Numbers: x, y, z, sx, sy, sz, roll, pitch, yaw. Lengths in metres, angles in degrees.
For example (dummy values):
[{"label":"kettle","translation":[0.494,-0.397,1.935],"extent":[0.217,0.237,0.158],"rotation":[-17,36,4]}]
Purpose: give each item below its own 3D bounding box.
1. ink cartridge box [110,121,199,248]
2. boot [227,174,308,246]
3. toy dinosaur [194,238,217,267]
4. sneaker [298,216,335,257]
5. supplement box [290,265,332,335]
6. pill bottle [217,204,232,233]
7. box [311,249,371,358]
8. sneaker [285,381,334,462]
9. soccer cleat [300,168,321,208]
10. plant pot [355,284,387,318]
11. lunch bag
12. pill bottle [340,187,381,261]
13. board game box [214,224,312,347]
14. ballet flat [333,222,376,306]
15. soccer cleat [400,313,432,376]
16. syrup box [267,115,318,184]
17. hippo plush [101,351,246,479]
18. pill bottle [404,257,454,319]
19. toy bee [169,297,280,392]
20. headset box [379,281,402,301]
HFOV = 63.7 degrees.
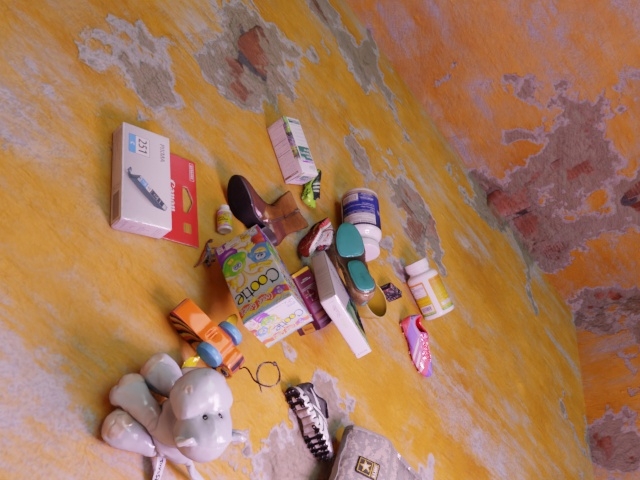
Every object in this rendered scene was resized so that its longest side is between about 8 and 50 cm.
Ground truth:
[{"label":"ink cartridge box","translation":[-0.429,-0.146,1.396],"extent":[0.261,0.066,0.296],"rotation":[17,55,-44]},{"label":"boot","translation":[-0.159,-0.121,1.690],"extent":[0.264,0.096,0.280],"rotation":[58,34,-4]},{"label":"toy dinosaur","translation":[-0.316,0.030,1.441],"extent":[0.090,0.047,0.082],"rotation":[0,48,-40]},{"label":"sneaker","translation":[0.000,0.000,1.813],"extent":[0.092,0.088,0.225],"rotation":[56,36,-11]},{"label":"supplement box","translation":[-0.052,0.189,1.600],"extent":[0.081,0.104,0.188],"rotation":[-30,91,-49]},{"label":"pill bottle","translation":[-0.287,-0.064,1.535],"extent":[0.043,0.043,0.083],"rotation":[20,52,-43]},{"label":"box","translation":[0.060,0.193,1.636],"extent":[0.232,0.059,0.322],"rotation":[58,8,-23]},{"label":"sneaker","translation":[-0.009,0.507,1.467],"extent":[0.106,0.078,0.234],"rotation":[-20,81,-52]},{"label":"soccer cleat","translation":[-0.027,-0.196,1.946],"extent":[0.072,0.060,0.178],"rotation":[49,43,-34]},{"label":"plant pot","translation":[0.162,0.227,1.854],"extent":[0.134,0.095,0.134],"rotation":[30,46,-37]},{"label":"lunch bag","translation":[0.139,0.693,1.444],"extent":[0.287,0.169,0.235],"rotation":[51,35,-17]},{"label":"pill bottle","translation":[0.157,-0.060,1.995],"extent":[0.153,0.153,0.264],"rotation":[29,48,-38]},{"label":"board game box","translation":[-0.156,0.116,1.371],"extent":[0.275,0.144,0.142],"rotation":[58,0,41]},{"label":"ballet flat","translation":[0.112,0.091,1.800],"extent":[0.116,0.124,0.342],"rotation":[-4,45,-16]},{"label":"soccer cleat","translation":[0.394,0.411,2.020],"extent":[0.083,0.095,0.247],"rotation":[-3,69,-52]},{"label":"syrup box","translation":[-0.103,-0.329,1.900],"extent":[0.093,0.096,0.236],"rotation":[-2,67,-52]},{"label":"hippo plush","translation":[-0.294,0.368,1.032],"extent":[0.235,0.237,0.293],"rotation":[8,72,-34]},{"label":"pill bottle","translation":[0.457,0.204,2.203],"extent":[0.136,0.136,0.245],"rotation":[-18,82,-55]},{"label":"toy bee","translation":[-0.258,0.286,1.272],"extent":[0.195,0.162,0.298],"rotation":[-21,65,-33]},{"label":"headset box","translation":[0.273,0.203,2.038],"extent":[0.083,0.062,0.032],"rotation":[39,40,-27]}]
